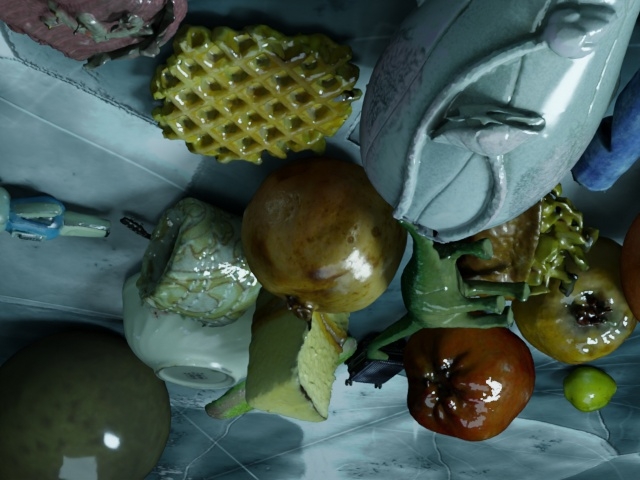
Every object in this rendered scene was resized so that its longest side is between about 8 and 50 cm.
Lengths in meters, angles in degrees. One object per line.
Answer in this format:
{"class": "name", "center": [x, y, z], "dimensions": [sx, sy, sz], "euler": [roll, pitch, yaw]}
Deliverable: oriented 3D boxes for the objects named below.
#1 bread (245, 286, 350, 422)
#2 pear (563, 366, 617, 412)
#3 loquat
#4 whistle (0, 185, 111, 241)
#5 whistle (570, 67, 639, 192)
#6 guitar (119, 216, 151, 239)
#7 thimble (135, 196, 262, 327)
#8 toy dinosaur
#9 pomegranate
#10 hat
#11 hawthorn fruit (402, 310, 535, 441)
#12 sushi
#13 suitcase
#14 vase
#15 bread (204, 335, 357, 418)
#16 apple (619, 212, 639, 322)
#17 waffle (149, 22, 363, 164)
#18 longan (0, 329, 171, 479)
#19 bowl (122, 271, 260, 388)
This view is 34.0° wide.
{"class": "bread", "center": [-0.031, 0.118, 1.529], "dimensions": [0.142, 0.266, 0.178], "euler": [3, 149, 4]}
{"class": "pear", "center": [0.509, 0.282, 1.972], "dimensions": [0.097, 0.092, 0.092], "euler": [-12, 148, 23]}
{"class": "loquat", "center": [0.370, 0.085, 1.508], "dimensions": [0.176, 0.187, 0.234], "euler": [3, -175, -9]}
{"class": "whistle", "center": [-0.414, -0.036, 1.470], "dimensions": [0.236, 0.077, 0.114], "euler": [6, 160, -20]}
{"class": "whistle", "center": [0.336, -0.148, 1.042], "dimensions": [0.062, 0.062, 0.304], "euler": [7, 151, -9]}
{"class": "guitar", "center": [-0.205, 0.011, 1.583], "dimensions": [0.233, 0.025, 0.088], "euler": [27, 143, -37]}
{"class": "thimble", "center": [-0.170, 0.039, 1.503], "dimensions": [0.143, 0.137, 0.190], "euler": [18, 123, -28]}
{"class": "toy dinosaur", "center": [0.101, 0.066, 1.340], "dimensions": [0.301, 0.087, 0.447], "euler": [-2, 152, 32]}
{"class": "pomegranate", "center": [0.000, 0.000, 1.362], "dimensions": [0.215, 0.215, 0.215], "euler": [1, 150, 1]}
{"class": "hat", "center": [-0.223, -0.252, 1.041], "dimensions": [0.286, 0.107, 0.237], "euler": [-11, 158, 30]}
{"class": "hawthorn fruit", "center": [0.264, 0.229, 1.783], "dimensions": [0.224, 0.224, 0.261], "euler": [-23, 162, 36]}
{"class": "sushi", "center": [0.247, -0.009, 1.393], "dimensions": [0.179, 0.167, 0.296], "euler": [2, 131, -13]}
{"class": "suitcase", "center": [0.102, 0.220, 1.901], "dimensions": [0.086, 0.059, 0.126], "euler": [8, 150, -23]}
{"class": "vase", "center": [0.201, -0.197, 1.000], "dimensions": [0.250, 0.250, 0.445], "euler": [12, 143, -17]}
{"class": "bread", "center": [-0.069, 0.249, 1.847], "dimensions": [0.301, 0.045, 0.301], "euler": [-24, 168, -5]}
{"class": "apple", "center": [0.520, 0.038, 1.379], "dimensions": [0.272, 0.251, 0.206], "euler": [5, 166, -44]}
{"class": "waffle", "center": [-0.078, -0.170, 1.239], "dimensions": [0.245, 0.052, 0.254], "euler": [7, 149, -12]}
{"class": "longan", "center": [-0.433, 0.324, 1.877], "dimensions": [0.361, 0.361, 0.361], "euler": [1, 150, 1]}
{"class": "bowl", "center": [-0.192, 0.155, 1.694], "dimensions": [0.277, 0.145, 0.277], "euler": [3, 155, 2]}
